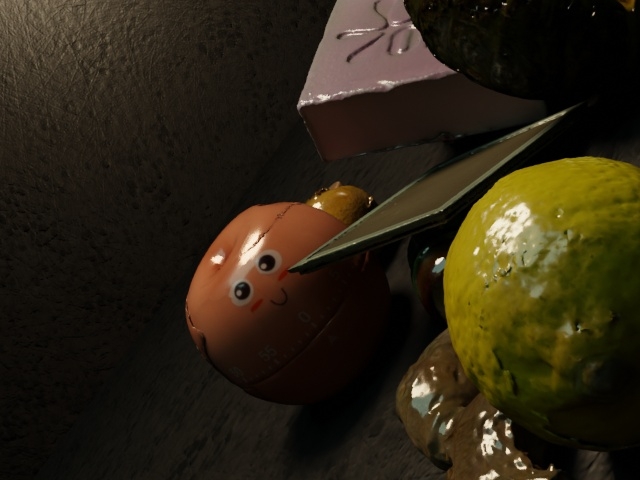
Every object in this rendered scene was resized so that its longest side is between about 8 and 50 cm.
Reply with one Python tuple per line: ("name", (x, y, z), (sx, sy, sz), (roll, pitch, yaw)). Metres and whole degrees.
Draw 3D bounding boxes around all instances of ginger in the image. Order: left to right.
("ginger", (0.115, 0.129, 0.679), (0.122, 0.084, 0.290), (-55, 11, 16))

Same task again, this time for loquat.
("loquat", (0.025, -0.009, 1.260), (0.141, 0.141, 0.141), (-50, 13, 16))

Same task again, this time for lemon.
("lemon", (0.161, 0.037, 0.562), (0.181, 0.180, 0.193), (-56, -7, -11))

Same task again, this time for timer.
("timer", (-0.038, 0.073, 1.079), (0.230, 0.215, 0.230), (-49, 14, 17))

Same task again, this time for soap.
("soap", (0.145, -0.238, 1.167), (0.296, 0.107, 0.285), (-9, 39, 21))

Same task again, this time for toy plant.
("toy plant", (0.130, 0.025, 0.884), (0.093, 0.092, 0.162), (-51, 13, 13))

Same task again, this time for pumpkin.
("pumpkin", (0.225, -0.291, 0.918), (0.320, 0.320, 0.192), (-56, -12, -12))

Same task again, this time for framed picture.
("framed picture", (0.127, -0.053, 0.962), (0.293, 0.018, 0.231), (-34, 8, -41))

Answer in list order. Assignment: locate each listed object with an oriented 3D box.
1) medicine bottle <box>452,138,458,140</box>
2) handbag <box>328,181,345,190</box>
("medicine bottle", (0.170, -0.204, 1.319), (0.105, 0.105, 0.168), (-52, 13, 8))
("handbag", (0.000, 0.000, 1.471), (0.151, 0.072, 0.193), (-42, 15, 43))
